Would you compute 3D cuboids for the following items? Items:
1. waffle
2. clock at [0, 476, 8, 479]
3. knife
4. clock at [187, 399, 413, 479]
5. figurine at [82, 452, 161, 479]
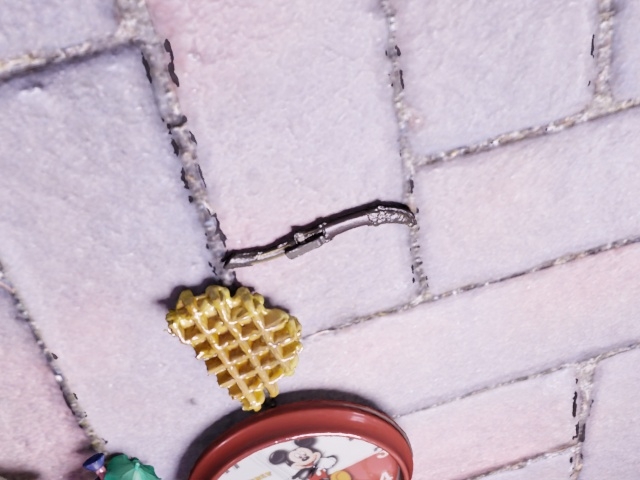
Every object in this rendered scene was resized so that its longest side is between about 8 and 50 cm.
[{"bbox_3d":[-0.106,0.124,1.065,0.192,0.046,0.160,21,121,-31],"label":"waffle"},{"bbox_3d":[-0.422,0.353,1.116,0.191,0.062,0.151,18,94,-10],"label":"clock"},{"bbox_3d":[0.000,-0.004,1.001,0.222,0.021,0.045,-14,136,-7],"label":"knife"},{"bbox_3d":[-0.026,0.331,1.254,0.319,0.080,0.318,-6,129,-8],"label":"clock"},{"bbox_3d":[-0.256,0.361,1.184,0.102,0.111,0.195,-14,136,-34],"label":"figurine"}]
